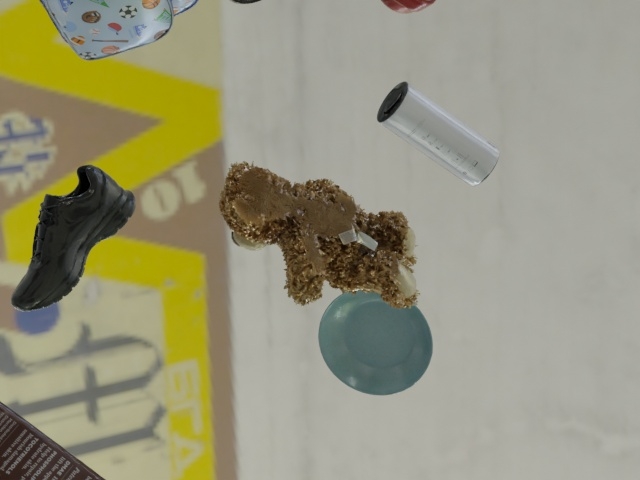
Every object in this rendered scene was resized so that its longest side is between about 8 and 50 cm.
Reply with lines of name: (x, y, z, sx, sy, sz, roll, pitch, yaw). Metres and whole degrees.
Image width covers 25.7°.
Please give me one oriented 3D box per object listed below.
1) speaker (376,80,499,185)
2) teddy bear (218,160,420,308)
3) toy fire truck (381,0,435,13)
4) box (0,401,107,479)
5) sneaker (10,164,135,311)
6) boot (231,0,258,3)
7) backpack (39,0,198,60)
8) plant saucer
speaker: (0.129, -0.117, 1.535, 0.055, 0.136, 0.055, -47, -157, 27)
teddy bear: (0.000, 0.000, 2.061, 0.113, 0.338, 0.245, -49, -136, 46)
toy fire truck: (0.112, -0.472, 1.918, 0.169, 0.253, 0.302, -13, -124, 56)
box: (-0.356, 0.393, 1.959, 0.381, 0.143, 0.191, 35, -24, 14)
sneaker: (-0.443, -0.007, 2.377, 0.109, 0.286, 0.130, 5, -36, 48)
boot: (-0.020, -0.469, 2.373, 0.229, 0.263, 0.091, 25, -44, 64)
backpack: (-0.318, -0.424, 2.172, 0.276, 0.263, 0.213, 64, 5, -63)
plant saucer: (0.094, 0.162, 2.326, 0.037, 0.194, 0.195, -52, 141, -68)
